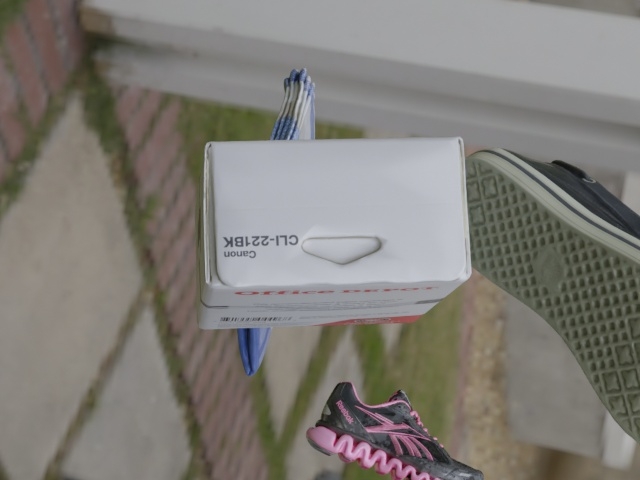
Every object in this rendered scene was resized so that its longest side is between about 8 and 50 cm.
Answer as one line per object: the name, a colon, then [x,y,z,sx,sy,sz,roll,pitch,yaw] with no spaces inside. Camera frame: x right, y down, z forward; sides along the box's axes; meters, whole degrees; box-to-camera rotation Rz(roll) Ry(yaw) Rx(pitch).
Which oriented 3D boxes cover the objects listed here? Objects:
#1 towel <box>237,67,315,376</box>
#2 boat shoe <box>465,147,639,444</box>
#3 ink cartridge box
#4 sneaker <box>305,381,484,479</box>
towel: [-0.051,-0.022,1.836,0.209,0.034,0.285,89,13,-52]
boat shoe: [0.333,0.066,1.794,0.156,0.500,0.186,-6,129,-42]
ink cartridge box: [0.000,0.000,1.348,0.273,0.197,0.114,124,-36,-80]
sneaker: [0.053,0.126,1.076,0.047,0.119,0.057,133,-22,-74]
